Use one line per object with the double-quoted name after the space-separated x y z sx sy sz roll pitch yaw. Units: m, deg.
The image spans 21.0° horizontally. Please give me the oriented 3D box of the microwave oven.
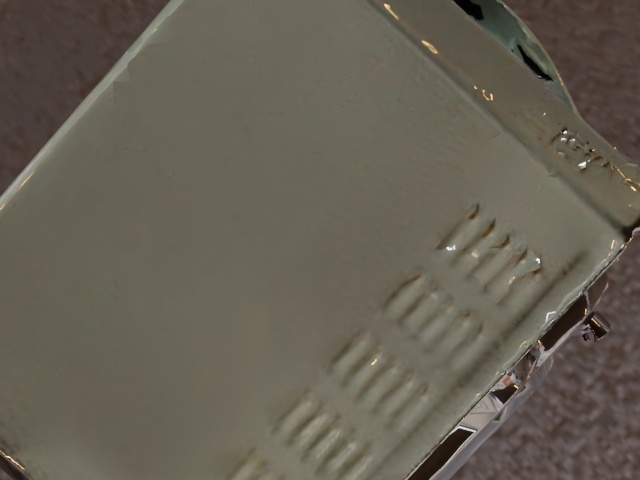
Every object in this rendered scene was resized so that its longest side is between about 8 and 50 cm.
0.000 0.000 0.681 0.181 0.295 0.237 41 98 -2 "microwave oven"
